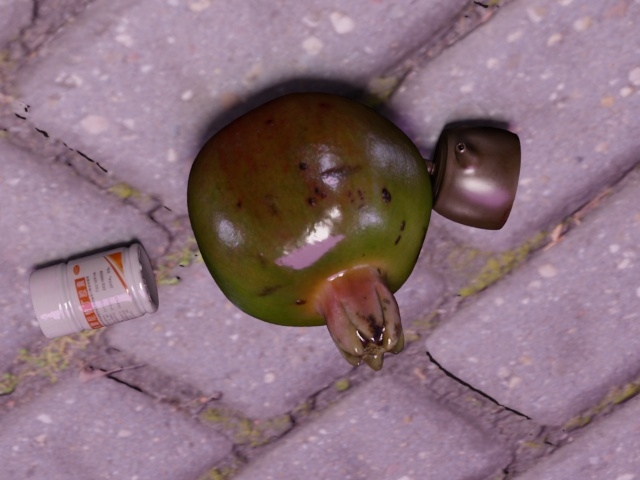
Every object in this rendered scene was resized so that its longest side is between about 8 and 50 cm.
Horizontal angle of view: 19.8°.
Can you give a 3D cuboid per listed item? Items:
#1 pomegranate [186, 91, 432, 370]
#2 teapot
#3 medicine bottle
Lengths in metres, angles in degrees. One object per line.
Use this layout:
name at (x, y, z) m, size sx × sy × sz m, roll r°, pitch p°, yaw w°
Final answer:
pomegranate at (0.000, 0.000, 1.293) m, size 0.180 × 0.209 × 0.180 m, roll -15°, pitch 150°, yaw -9°
teapot at (0.105, -0.048, 1.366) m, size 0.068 × 0.076 × 0.121 m, roll 10°, pitch 163°, yaw -7°
medicine bottle at (-0.173, 0.039, 1.408) m, size 0.089 × 0.057 × 0.057 m, roll -14°, pitch 136°, yaw 4°
